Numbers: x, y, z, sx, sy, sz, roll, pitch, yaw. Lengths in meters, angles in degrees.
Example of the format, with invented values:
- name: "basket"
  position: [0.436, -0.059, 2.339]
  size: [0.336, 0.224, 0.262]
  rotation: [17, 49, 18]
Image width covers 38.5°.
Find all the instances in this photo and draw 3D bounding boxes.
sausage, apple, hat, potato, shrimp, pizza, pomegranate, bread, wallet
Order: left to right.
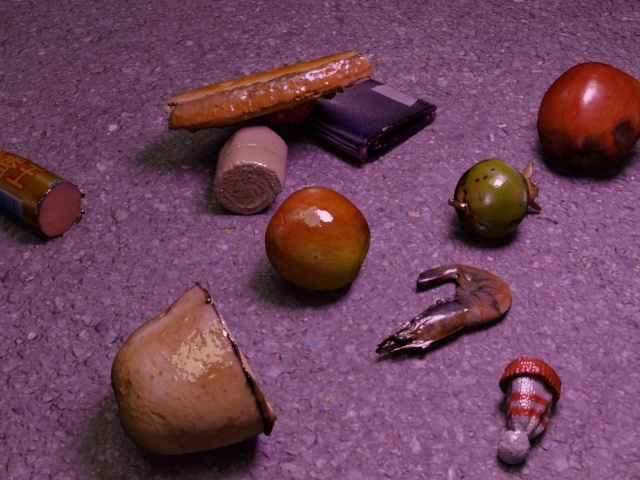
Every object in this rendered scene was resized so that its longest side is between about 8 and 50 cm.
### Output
- name: "sausage"
  position: [-0.632, -0.121, 1.911]
  size: [0.317, 0.117, 0.125]
  rotation: [28, 29, 30]
- name: "potato"
  position: [-0.218, 0.220, 1.451]
  size: [0.243, 0.242, 0.285]
  rotation: [-21, 64, -18]
- name: "bread"
  position: [-0.145, -0.148, 1.886]
  size: [0.148, 0.134, 0.141]
  rotation: [-30, 34, 26]
- name: "pizza"
  position: [-0.105, -0.315, 2.013]
  size: [0.440, 0.130, 0.406]
  rotation: [-14, 10, 3]
- name: "apple"
  position: [0.000, 0.000, 1.687]
  size: [0.196, 0.196, 0.196]
  rotation: [-2, 43, 2]
- name: "wallet"
  position: [0.102, -0.279, 2.082]
  size: [0.262, 0.071, 0.221]
  rotation: [-33, 45, -33]
- name: "shrimp"
  position: [0.203, 0.115, 1.651]
  size: [0.296, 0.058, 0.169]
  rotation: [-19, 37, -21]
- name: "pomegranate"
  position: [0.346, -0.091, 1.797]
  size: [0.156, 0.156, 0.220]
  rotation: [21, 30, 24]
- name: "hat"
  position: [0.322, 0.275, 1.446]
  size: [0.094, 0.112, 0.162]
  rotation: [-11, 46, 34]
- name: "apple"
  position: [0.563, -0.249, 1.912]
  size: [0.230, 0.230, 0.230]
  rotation: [-2, 43, 2]
